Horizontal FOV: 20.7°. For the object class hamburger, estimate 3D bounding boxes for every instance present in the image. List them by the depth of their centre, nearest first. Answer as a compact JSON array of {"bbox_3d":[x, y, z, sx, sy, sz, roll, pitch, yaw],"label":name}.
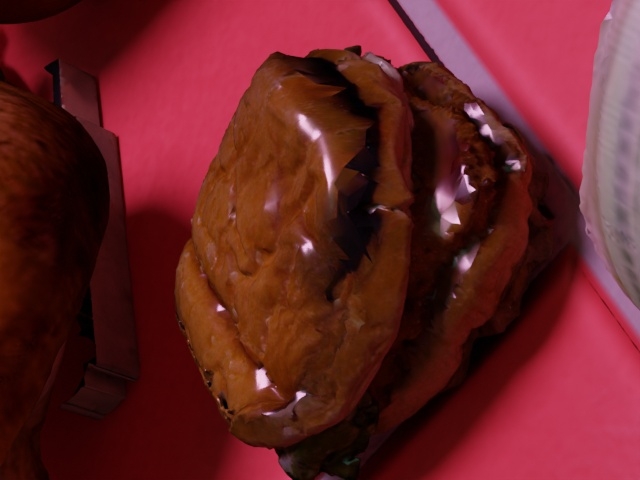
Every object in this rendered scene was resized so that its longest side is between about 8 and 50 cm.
[{"bbox_3d":[0.000,0.000,0.856,0.206,0.130,0.183,-53,39,19],"label":"hamburger"}]

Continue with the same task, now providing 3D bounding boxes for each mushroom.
[{"bbox_3d":[-0.225,0.083,0.983,0.345,0.259,0.345,-46,19,20],"label":"mushroom"}]

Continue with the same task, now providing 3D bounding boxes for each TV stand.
[{"bbox_3d":[-0.146,-0.010,1.088,0.042,0.036,0.249,-35,49,34],"label":"TV stand"}]

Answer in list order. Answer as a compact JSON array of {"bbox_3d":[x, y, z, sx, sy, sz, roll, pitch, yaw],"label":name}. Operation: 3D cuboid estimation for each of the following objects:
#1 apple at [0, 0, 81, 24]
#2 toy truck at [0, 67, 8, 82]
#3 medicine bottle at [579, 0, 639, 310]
[{"bbox_3d":[-0.235,-0.281,1.095,0.288,0.317,0.288,5,100,33],"label":"apple"},{"bbox_3d":[-0.324,-0.073,1.195,0.211,0.187,0.148,-57,36,12],"label":"toy truck"},{"bbox_3d":[0.278,0.024,0.453,0.236,0.235,0.406,-59,40,9],"label":"medicine bottle"}]
